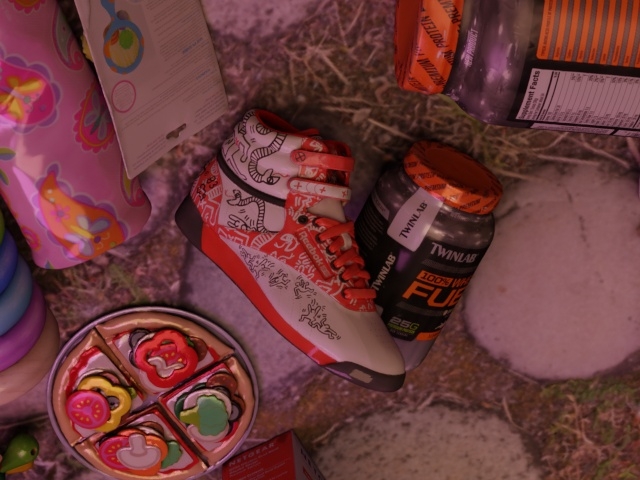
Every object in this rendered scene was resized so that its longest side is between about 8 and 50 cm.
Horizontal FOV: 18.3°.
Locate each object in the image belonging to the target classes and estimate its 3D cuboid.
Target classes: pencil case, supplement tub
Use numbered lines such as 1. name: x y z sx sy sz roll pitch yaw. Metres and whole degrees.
1. pencil case: -0.248 -0.115 1.693 0.124 0.124 0.284 -22 116 8
2. supplement tub: 0.080 0.013 1.778 0.117 0.117 0.190 21 115 -14
3. supplement tub: 0.238 -0.188 1.632 0.338 0.207 0.207 5 117 -6

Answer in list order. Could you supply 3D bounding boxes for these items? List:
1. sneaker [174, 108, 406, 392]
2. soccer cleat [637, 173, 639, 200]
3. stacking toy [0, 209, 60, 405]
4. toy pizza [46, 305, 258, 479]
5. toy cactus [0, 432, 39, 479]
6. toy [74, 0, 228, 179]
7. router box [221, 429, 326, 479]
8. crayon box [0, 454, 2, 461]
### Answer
1. sneaker: -0.001 -0.001 1.711 0.090 0.270 0.145 6 121 -57
2. soccer cleat: 0.407 -0.060 1.794 0.248 0.083 0.095 2 147 -10
3. stacking toy: -0.326 -0.010 1.686 0.141 0.141 0.330 -11 132 2
4. toy pizza: -0.159 0.154 1.884 0.201 0.032 0.201 -2 118 -3
5. toy cactus: -0.332 0.279 1.910 0.180 0.112 0.219 13 125 0
6. toy: -0.162 -0.189 1.675 0.056 0.137 0.237 13 127 37
7. router box: 0.025 0.395 1.872 0.082 0.301 0.335 -27 116 10
8. crayon box: -0.510 0.128 1.741 0.313 0.106 0.363 -18 121 35
